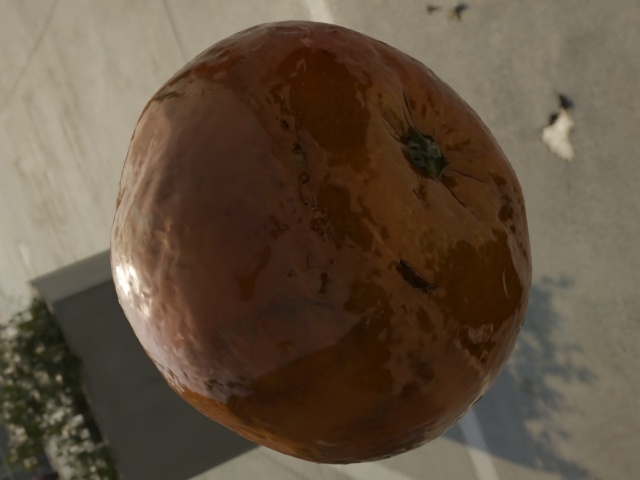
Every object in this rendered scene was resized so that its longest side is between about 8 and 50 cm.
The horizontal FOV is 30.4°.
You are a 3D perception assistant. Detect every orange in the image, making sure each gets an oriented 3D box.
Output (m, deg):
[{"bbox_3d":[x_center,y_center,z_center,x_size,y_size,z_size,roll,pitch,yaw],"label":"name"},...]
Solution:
[{"bbox_3d":[0.000,0.000,0.747,0.226,0.284,0.284,-35,75,33],"label":"orange"}]
